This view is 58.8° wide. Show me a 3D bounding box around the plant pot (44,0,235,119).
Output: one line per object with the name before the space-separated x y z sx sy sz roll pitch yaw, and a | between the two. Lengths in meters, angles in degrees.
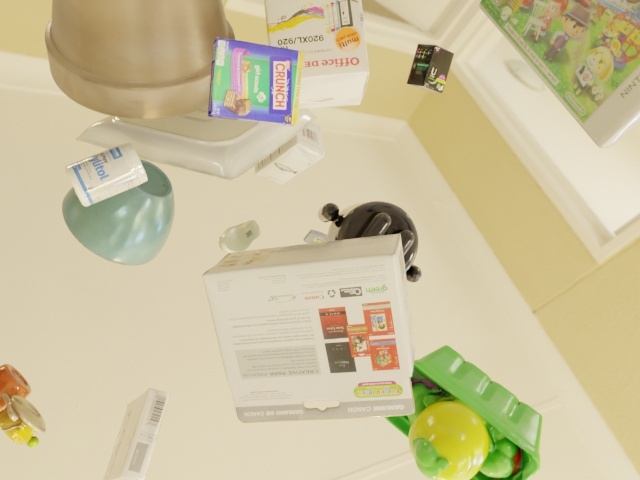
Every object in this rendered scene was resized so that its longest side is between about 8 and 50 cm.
plant pot | -0.295 -0.405 0.919 0.323 0.280 0.323 5 -129 -6

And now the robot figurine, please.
robot figurine | 0.105 0.004 1.212 0.174 0.278 0.209 -16 -86 -7

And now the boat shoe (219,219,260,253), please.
boat shoe | -0.261 -0.004 1.735 0.079 0.081 0.227 67 -158 -7

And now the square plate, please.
square plate | -0.231 -0.238 1.122 0.347 0.049 0.344 16 -144 19

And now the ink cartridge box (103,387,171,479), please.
ink cartridge box | -0.401 0.430 1.232 0.056 0.225 0.181 22 -122 -18

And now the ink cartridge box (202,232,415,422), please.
ink cartridge box | -0.006 0.148 0.945 0.130 0.310 0.271 -53 -45 -71

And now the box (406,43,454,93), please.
box | 0.224 -0.351 1.160 0.062 0.083 0.052 7 -166 -39

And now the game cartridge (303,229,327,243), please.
game cartridge | 0.000 0.000 1.586 0.083 0.056 0.017 24 -133 -13

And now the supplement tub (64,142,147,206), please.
supplement tub | -0.337 -0.104 0.896 0.107 0.071 0.071 -27 -110 -18

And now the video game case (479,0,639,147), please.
video game case | 0.255 -0.224 0.507 0.023 0.193 0.212 -14 -117 -30

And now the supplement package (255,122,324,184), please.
supplement package | -0.091 -0.252 1.594 0.105 0.179 0.105 18 -125 -41

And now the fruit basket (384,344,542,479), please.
fruit basket | 0.309 0.463 1.336 0.392 0.282 0.392 11 -139 -10

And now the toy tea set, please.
toy tea set | -0.621 0.236 0.956 0.124 0.200 0.336 -40 -59 -18

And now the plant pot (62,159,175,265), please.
plant pot | -0.510 -0.106 1.531 0.290 0.195 0.290 33 -149 -23

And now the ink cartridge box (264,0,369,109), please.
ink cartridge box | -0.011 -0.376 1.039 0.171 0.168 0.232 -6 -94 -1

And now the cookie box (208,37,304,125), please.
cookie box | -0.079 -0.192 0.697 0.107 0.091 0.040 3 -170 -17
